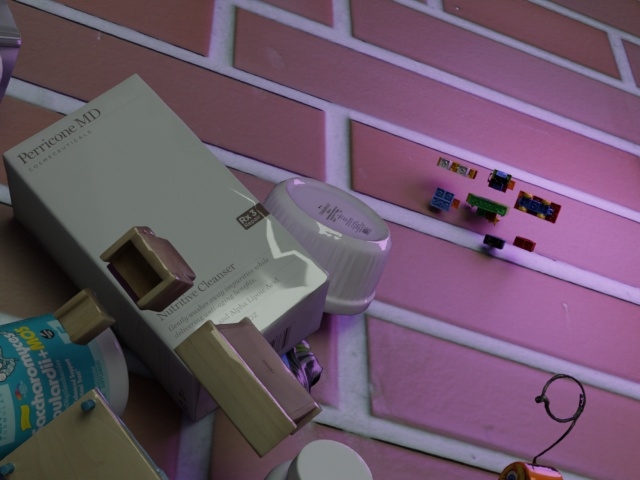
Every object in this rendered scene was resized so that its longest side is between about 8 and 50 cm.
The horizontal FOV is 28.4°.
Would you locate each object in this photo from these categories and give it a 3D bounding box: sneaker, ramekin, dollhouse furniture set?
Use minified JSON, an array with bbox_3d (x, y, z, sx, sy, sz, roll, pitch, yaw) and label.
[{"bbox_3d":[-0.038,0.156,1.642,0.078,0.067,0.188,37,31,-28],"label":"sneaker"},{"bbox_3d":[0.000,0.000,1.747,0.207,0.109,0.207,24,21,-10],"label":"ramekin"},{"bbox_3d":[-0.197,0.192,1.329,0.286,0.303,0.198,51,3,7],"label":"dollhouse furniture set"}]

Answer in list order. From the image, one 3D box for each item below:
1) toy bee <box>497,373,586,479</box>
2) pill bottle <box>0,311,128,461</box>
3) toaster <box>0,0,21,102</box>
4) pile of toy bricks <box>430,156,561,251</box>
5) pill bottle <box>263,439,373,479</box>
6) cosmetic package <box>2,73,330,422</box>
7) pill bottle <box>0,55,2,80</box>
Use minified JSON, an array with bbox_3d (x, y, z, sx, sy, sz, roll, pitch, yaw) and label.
[{"bbox_3d":[0.277,0.345,1.590,0.195,0.162,0.298,32,62,-12],"label":"toy bee"},{"bbox_3d":[-0.348,0.166,1.346,0.264,0.146,0.146,-14,57,-42],"label":"pill bottle"},{"bbox_3d":[-0.491,-0.260,1.698,0.110,0.168,0.185,-2,48,-36],"label":"toaster"},{"bbox_3d":[0.282,-0.056,2.062,0.212,0.118,0.105,23,7,15],"label":"pile of toy bricks"},{"bbox_3d":[-0.026,0.308,1.354,0.118,0.208,0.117,18,40,-16],"label":"pill bottle"},{"bbox_3d":[-0.194,0.004,1.568,0.217,0.156,0.385,-38,72,-23],"label":"cosmetic package"},{"bbox_3d":[-0.478,-0.110,1.435,0.169,0.301,0.169,19,40,-17],"label":"pill bottle"}]
